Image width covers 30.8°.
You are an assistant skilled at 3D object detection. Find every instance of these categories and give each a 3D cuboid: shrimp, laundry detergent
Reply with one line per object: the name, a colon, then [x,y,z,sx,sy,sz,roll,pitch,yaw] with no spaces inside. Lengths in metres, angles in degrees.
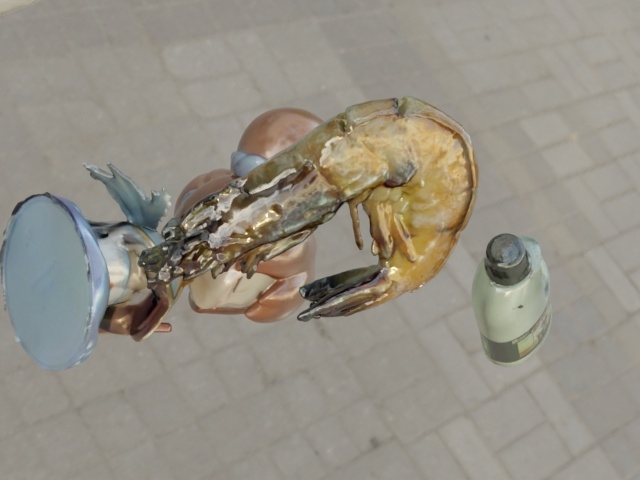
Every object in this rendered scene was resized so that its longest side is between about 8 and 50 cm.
shrimp: [0.000,-0.004,0.957,0.178,0.289,0.075,55,8,-28]
laundry detergent: [0.192,0.051,1.168,0.070,0.225,0.099,33,77,24]

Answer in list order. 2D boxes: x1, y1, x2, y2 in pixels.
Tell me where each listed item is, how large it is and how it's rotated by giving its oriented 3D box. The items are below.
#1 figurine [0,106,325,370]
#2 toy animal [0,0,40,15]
figurine: [-0.161,0.002,1.334,0.388,0.277,0.248,-7,71,-41]
toy animal: [-0.226,-0.232,0.438,0.357,0.258,0.194,59,23,-15]
